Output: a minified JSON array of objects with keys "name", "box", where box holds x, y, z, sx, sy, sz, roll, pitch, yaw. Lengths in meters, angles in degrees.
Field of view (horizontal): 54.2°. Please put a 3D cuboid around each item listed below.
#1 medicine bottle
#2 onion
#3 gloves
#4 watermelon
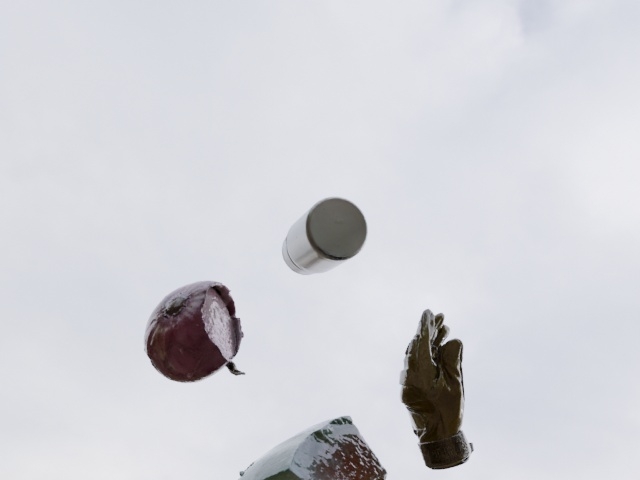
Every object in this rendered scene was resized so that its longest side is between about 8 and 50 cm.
[{"name":"medicine bottle","box":[0.000,0.000,1.417,0.144,0.143,0.258,32,-21,-9]},{"name":"onion","box":[-0.259,0.182,1.235,0.201,0.207,0.200,-7,-25,-3]},{"name":"gloves","box":[0.238,0.312,1.331,0.141,0.330,0.154,-8,-9,0]},{"name":"watermelon","box":[0.007,0.472,1.249,0.302,0.264,0.151,29,-73,18]}]
